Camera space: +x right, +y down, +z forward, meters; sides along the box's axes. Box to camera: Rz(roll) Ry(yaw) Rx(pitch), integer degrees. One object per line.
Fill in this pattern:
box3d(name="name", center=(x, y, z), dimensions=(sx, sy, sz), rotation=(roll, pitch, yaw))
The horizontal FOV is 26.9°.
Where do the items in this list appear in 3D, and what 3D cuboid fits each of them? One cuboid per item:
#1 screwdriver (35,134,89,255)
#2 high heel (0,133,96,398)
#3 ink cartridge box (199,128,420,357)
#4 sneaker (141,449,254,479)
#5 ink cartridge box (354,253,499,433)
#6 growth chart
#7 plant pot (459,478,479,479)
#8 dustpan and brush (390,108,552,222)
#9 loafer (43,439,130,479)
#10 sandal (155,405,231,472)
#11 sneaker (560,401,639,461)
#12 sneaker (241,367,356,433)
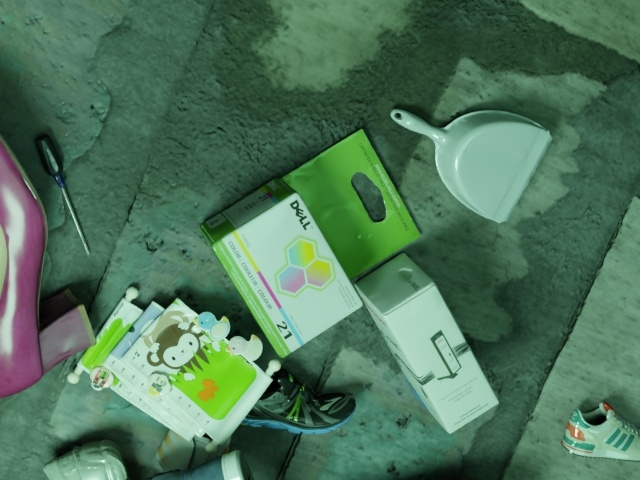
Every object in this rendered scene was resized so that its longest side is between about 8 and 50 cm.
box3d(name="screwdriver", center=(-0.319, -0.057, 1.685), dimensions=(0.025, 0.024, 0.170), rotation=(-41, 122, -34))
box3d(name="high heel", center=(-0.413, 0.021, 1.611), dimensions=(0.181, 0.127, 0.377), rotation=(-28, 114, -19))
box3d(name="ink cartridge box", center=(0.000, 0.000, 1.752), dimensions=(0.255, 0.097, 0.188), rotation=(-33, 111, -5))
box3d(name="sneaker", center=(-0.150, 0.369, 1.722), dimensions=(0.163, 0.086, 0.226), rotation=(-17, 127, 2))
box3d(name="ink cartridge box", center=(0.141, 0.136, 1.803), dimensions=(0.086, 0.148, 0.203), rotation=(-32, 110, -4))
box3d(name="growth chart", center=(-0.186, 0.163, 1.730), dimensions=(0.237, 0.021, 0.172), rotation=(29, 87, 5))
box3d(name="plant pot", center=(0.141, 0.443, 1.861), dimensions=(0.254, 0.237, 0.237), rotation=(-26, 111, -23))
box3d(name="dustpan and brush", center=(0.189, -0.127, 1.803), dimensions=(0.211, 0.060, 0.147), rotation=(22, 102, -27))
box3d(name="loafer", center=(-0.285, 0.421, 1.780), dimensions=(0.112, 0.112, 0.319), rotation=(-15, 101, -7))
box3d(name="sandal", center=(-0.184, 0.312, 1.778), dimensions=(0.076, 0.102, 0.265), rotation=(11, 103, -22))
box3d(name="sneaker", center=(0.438, 0.281, 1.979), dimensions=(0.161, 0.057, 0.075), rotation=(5, 109, -15))
box3d(name="sneaker", center=(-0.038, 0.215, 1.814), dimensions=(0.188, 0.067, 0.078), rotation=(7, 109, -15))
